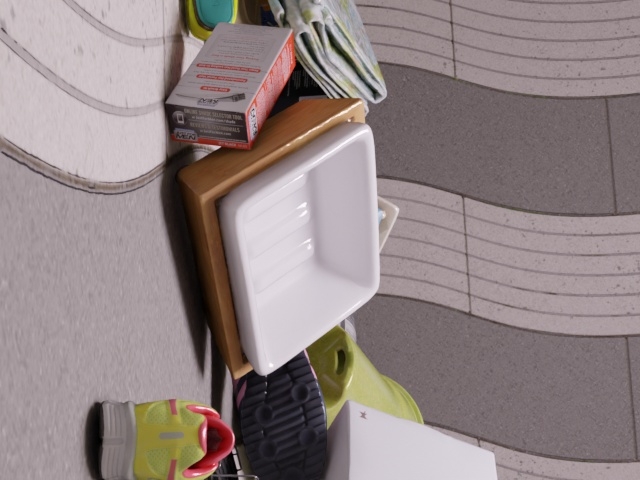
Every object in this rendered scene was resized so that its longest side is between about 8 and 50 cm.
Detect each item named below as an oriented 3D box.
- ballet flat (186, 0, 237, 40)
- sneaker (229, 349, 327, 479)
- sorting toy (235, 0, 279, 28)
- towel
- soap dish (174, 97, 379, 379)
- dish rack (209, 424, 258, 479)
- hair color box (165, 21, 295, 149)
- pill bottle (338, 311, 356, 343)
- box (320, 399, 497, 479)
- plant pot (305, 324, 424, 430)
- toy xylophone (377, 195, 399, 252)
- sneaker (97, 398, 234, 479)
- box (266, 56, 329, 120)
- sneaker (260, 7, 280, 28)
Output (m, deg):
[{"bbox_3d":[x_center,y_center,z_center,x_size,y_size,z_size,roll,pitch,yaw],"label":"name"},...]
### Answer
[{"bbox_3d":[-0.136,-0.349,1.298,0.077,0.077,0.231,162,-71,-71],"label":"ballet flat"},{"bbox_3d":[-0.059,0.180,1.393,0.131,0.112,0.319,90,-11,-69],"label":"sneaker"},{"bbox_3d":[-0.112,-0.305,1.568,0.307,0.041,0.229,-23,106,-77],"label":"sorting toy"},{"bbox_3d":[-0.027,-0.401,1.673,0.320,0.090,0.375,42,28,-62],"label":"towel"},{"bbox_3d":[-0.044,-0.007,1.248,0.118,0.229,0.291,35,-34,34],"label":"soap dish"},{"bbox_3d":[-0.093,0.359,1.261,0.208,0.074,0.272,84,4,-52],"label":"dish rack"},{"bbox_3d":[-0.095,-0.173,1.194,0.167,0.093,0.053,-66,159,-46],"label":"hair color box"},{"bbox_3d":[-0.009,0.196,2.136,0.283,0.161,0.161,-89,175,-46],"label":"pill bottle"},{"bbox_3d":[0.055,0.406,1.395,0.168,0.215,0.345,-88,-157,-57],"label":"box"},{"bbox_3d":[-0.004,0.250,1.609,0.254,0.276,0.276,65,19,-50],"label":"plant pot"},{"bbox_3d":[0.000,0.000,1.701,0.322,0.081,0.236,-36,155,-37],"label":"toy xylophone"},{"bbox_3d":[-0.114,0.168,0.876,0.208,0.094,0.082,77,9,-80],"label":"sneaker"},{"bbox_3d":[-0.046,-0.201,1.805,0.247,0.163,0.142,-89,173,-51],"label":"box"},{"bbox_3d":[-0.098,-0.323,1.752,0.081,0.080,0.211,86,3,-51],"label":"sneaker"}]
